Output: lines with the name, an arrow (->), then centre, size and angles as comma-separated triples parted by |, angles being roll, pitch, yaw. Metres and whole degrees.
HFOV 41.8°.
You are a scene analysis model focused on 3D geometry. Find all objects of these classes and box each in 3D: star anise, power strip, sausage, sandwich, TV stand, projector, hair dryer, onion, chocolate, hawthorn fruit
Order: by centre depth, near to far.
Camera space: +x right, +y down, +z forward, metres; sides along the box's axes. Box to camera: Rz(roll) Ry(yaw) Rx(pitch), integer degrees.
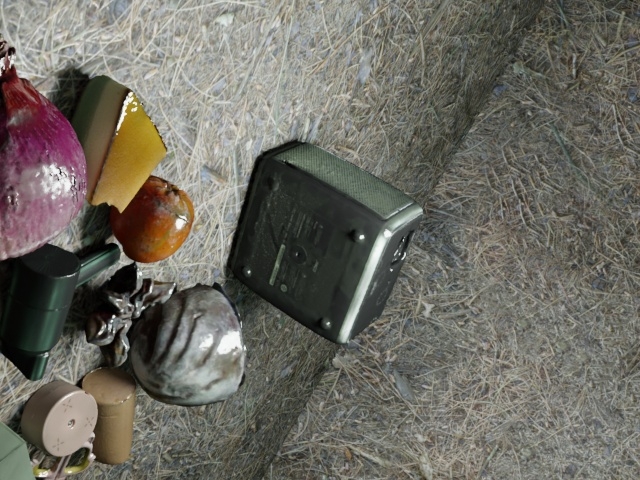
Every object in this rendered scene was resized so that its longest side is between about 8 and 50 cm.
onion -> -0.455, -0.120, 1.270 | 0.267, 0.159, 0.348 | -44, 156, -45
sandwich -> -0.381, -0.160, 1.463 | 0.186, 0.108, 0.220 | -55, 162, -16
hair dryer -> -0.488, 0.107, 1.615 | 0.302, 0.116, 0.244 | -37, 154, -62
hawthorn fruit -> -0.337, -0.041, 1.665 | 0.173, 0.173, 0.172 | -49, 158, -28
star anise -> -0.413, 0.142, 1.746 | 0.212, 0.129, 0.282 | -55, 175, -20
TV stand -> -0.656, 0.493, 1.753 | 0.083, 0.088, 0.269 | -45, 155, -37
power strip -> -0.560, 0.383, 1.796 | 0.154, 0.078, 0.154 | -33, 131, -48
chocolate -> -0.341, 0.255, 1.969 | 0.213, 0.303, 0.303 | -7, 127, -45
sausage -> -0.501, 0.419, 1.975 | 0.123, 0.123, 0.252 | -39, 152, -45
projector -> 0.000, 0.000, 2.182 | 0.242, 0.405, 0.395 | -31, 147, -52

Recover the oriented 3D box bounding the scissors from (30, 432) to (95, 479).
scissors -> -0.625, 0.555, 1.956 | 0.160, 0.024, 0.317 | 6, 127, -39
